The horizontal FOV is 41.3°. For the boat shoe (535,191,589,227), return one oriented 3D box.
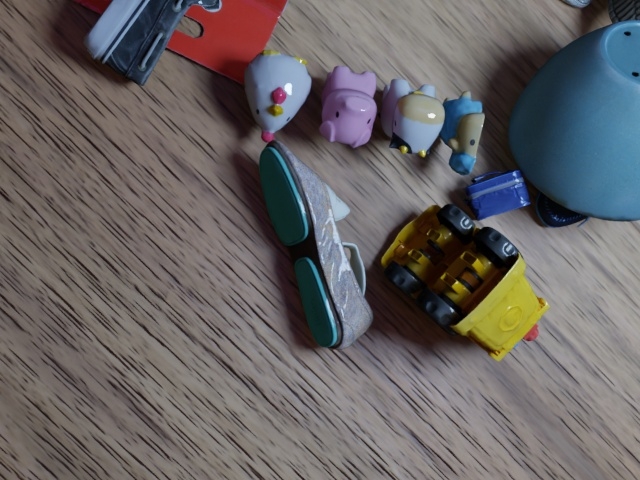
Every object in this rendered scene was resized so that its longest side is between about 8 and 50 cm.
[{"bbox_3d":[0.454,-0.111,1.342,0.258,0.089,0.109,-35,93,-13],"label":"boat shoe"}]

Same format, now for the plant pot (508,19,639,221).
[{"bbox_3d":[0.441,-0.202,1.234,0.290,0.195,0.290,2,56,-4],"label":"plant pot"}]

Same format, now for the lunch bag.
[{"bbox_3d":[0.267,-0.072,1.301,0.098,0.067,0.065,-18,89,10],"label":"lunch bag"}]

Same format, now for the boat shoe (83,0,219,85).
[{"bbox_3d":[-0.188,-0.364,1.182,0.119,0.121,0.335,37,106,-17],"label":"boat shoe"}]

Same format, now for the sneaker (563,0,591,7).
[{"bbox_3d":[0.411,-0.460,1.319,0.088,0.225,0.093,-30,47,-13],"label":"sneaker"}]

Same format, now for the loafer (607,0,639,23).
[{"bbox_3d":[0.519,-0.418,1.349,0.092,0.102,0.268,21,58,-24],"label":"loafer"}]

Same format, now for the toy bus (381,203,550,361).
[{"bbox_3d":[0.225,0.073,1.243,0.149,0.220,0.211,-48,127,0],"label":"toy bus"}]

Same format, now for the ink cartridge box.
[{"bbox_3d":[-0.160,-0.468,1.238,0.308,0.091,0.385,25,79,-9],"label":"ink cartridge box"}]

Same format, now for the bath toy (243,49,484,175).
[{"bbox_3d":[0.056,-0.183,1.233,0.348,0.151,0.129,10,88,-8],"label":"bath toy"}]

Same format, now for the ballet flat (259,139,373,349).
[{"bbox_3d":[0.000,0.000,1.238,0.106,0.107,0.316,-19,95,-33],"label":"ballet flat"}]
